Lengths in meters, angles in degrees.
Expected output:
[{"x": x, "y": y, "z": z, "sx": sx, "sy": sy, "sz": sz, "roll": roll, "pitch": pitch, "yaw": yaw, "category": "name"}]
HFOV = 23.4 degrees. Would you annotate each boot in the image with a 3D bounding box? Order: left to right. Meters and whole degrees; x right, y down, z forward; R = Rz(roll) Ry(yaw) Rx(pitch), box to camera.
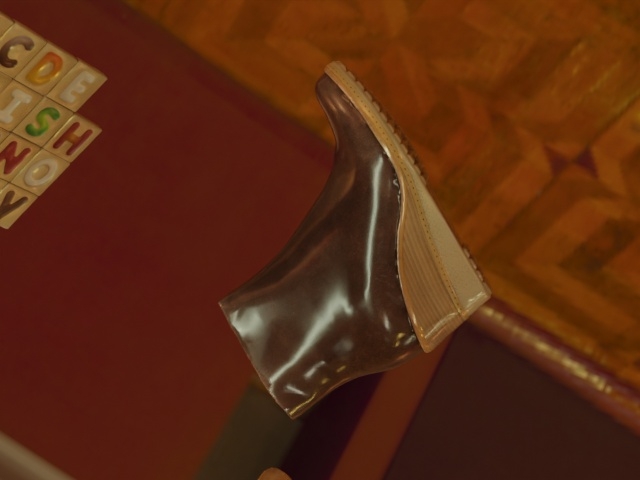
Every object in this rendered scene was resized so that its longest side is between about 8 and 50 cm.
[{"x": 0.000, "y": 0.000, "z": 1.276, "sx": 0.207, "sy": 0.090, "sz": 0.248, "roll": -30, "pitch": 86, "yaw": 9, "category": "boot"}]

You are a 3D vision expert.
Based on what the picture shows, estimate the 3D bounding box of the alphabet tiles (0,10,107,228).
[{"x": -0.274, "y": -0.082, "z": 1.174, "sx": 0.009, "sy": 0.198, "sz": 0.237, "roll": 51, "pitch": -169, "yaw": 30, "category": "alphabet tiles"}]

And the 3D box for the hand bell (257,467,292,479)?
[{"x": 0.072, "y": 0.230, "z": 1.039, "sx": 0.242, "sy": 0.126, "sz": 0.126, "roll": 5, "pitch": 136, "yaw": 17, "category": "hand bell"}]
